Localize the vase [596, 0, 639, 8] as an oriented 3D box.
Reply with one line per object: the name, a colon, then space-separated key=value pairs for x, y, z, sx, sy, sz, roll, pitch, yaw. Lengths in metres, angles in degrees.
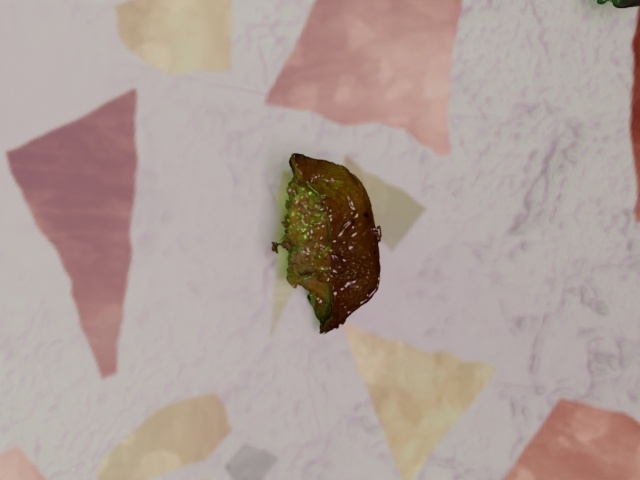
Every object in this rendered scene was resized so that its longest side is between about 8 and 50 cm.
vase: x=0.167 y=-0.228 z=1.041 sx=0.120 sy=0.120 sz=0.183 roll=-28 pitch=114 yaw=-9

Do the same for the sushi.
sushi: x=0.002 y=0.001 z=1.038 sx=0.060 sy=0.061 sz=0.118 roll=-18 pitch=99 yaw=-23
